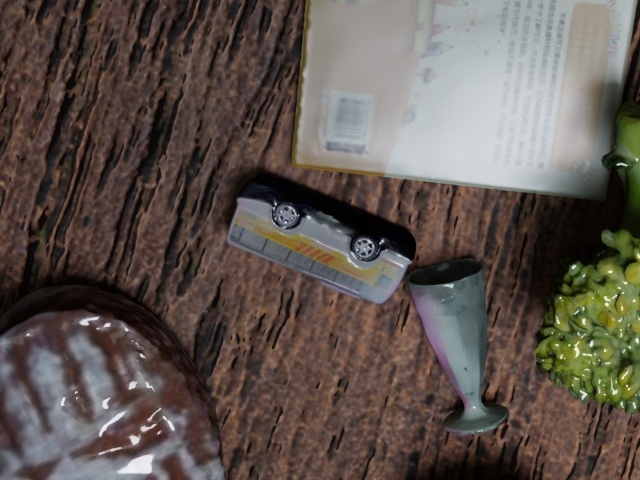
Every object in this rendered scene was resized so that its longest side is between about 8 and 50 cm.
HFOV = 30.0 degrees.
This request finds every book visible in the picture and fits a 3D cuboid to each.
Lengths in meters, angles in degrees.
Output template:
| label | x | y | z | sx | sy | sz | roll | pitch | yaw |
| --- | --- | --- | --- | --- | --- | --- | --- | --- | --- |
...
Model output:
| label | x | y | z | sx | sy | sz | roll | pitch | yaw |
| --- | --- | --- | --- | --- | --- | --- | --- | --- | --- |
| book | 0.128 | -0.153 | 1.086 | 0.295 | 0.020 | 0.208 | 7 | 103 | 2 |

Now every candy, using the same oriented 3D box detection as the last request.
| label | x | y | z | sx | sy | sz | roll | pitch | yaw |
| --- | --- | --- | --- | --- | --- | --- | --- | --- | --- |
| candy | -0.205 | 0.184 | 1.116 | 0.214 | 0.157 | 0.289 | -31 | 102 | 0 |

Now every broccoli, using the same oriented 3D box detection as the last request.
| label | x | y | z | sx | sy | sz | roll | pitch | yaw |
| --- | --- | --- | --- | --- | --- | --- | --- | --- | --- |
| broccoli | 0.250 | 0.036 | 1.010 | 0.180 | 0.242 | 0.273 | -26 | 97 | 8 |

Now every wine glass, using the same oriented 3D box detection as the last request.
| label | x | y | z | sx | sy | sz | roll | pitch | yaw |
| --- | --- | --- | --- | --- | --- | --- | --- | --- | --- |
| wine glass | 0.131 | 0.100 | 1.119 | 0.073 | 0.073 | 0.155 | -12 | 102 | 6 |

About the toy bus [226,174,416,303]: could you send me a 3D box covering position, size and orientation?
| label | x | y | z | sx | sy | sz | roll | pitch | yaw |
| --- | --- | --- | --- | --- | --- | --- | --- | --- | --- |
| toy bus | 0.000 | 0.000 | 1.113 | 0.172 | 0.057 | 0.072 | 22 | 109 | -1 |
